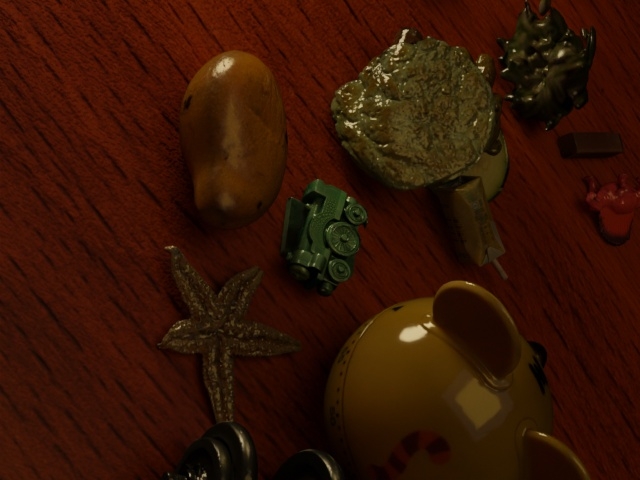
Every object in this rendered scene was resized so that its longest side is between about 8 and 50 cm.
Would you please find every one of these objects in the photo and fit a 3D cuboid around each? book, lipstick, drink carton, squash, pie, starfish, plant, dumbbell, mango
[{"bbox_3d":[0.000,0.000,1.806,0.135,0.017,0.103,22,62,-30],"label":"book"},{"bbox_3d":[0.538,-0.189,2.267,0.145,0.045,0.045,-3,78,-37],"label":"lipstick"},{"bbox_3d":[0.265,-0.010,1.963,0.074,0.084,0.200,-27,105,-25],"label":"drink carton"},{"bbox_3d":[0.251,-0.161,2.045,0.219,0.041,0.219,12,70,-37],"label":"squash"},{"bbox_3d":[0.161,-0.209,1.890,0.257,0.105,0.274,42,73,11],"label":"pie"},{"bbox_3d":[-0.125,0.137,1.644,0.231,0.048,0.295,-14,85,-40],"label":"starfish"},{"bbox_3d":[0.500,-0.334,2.216,0.333,0.180,0.251,-2,87,-42],"label":"plant"},{"bbox_3d":[-0.082,0.352,1.512,0.290,0.192,0.192,22,62,-29],"label":"dumbbell"},{"bbox_3d":[-0.132,-0.143,1.691,0.177,0.120,0.294,24,63,-38],"label":"mango"}]

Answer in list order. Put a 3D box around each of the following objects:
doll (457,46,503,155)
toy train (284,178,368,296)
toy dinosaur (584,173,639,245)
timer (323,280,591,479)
[{"bbox_3d":[0.275,-0.253,2.004,0.137,0.097,0.209,15,63,-30],"label":"doll"},{"bbox_3d":[0.007,-0.001,1.756,0.105,0.071,0.178,27,58,-16],"label":"toy train"},{"bbox_3d":[0.620,-0.058,2.284,0.286,0.070,0.139,1,84,-41],"label":"toy dinosaur"},{"bbox_3d":[0.199,0.243,1.639,0.376,0.387,0.376,11,71,-34],"label":"timer"}]
